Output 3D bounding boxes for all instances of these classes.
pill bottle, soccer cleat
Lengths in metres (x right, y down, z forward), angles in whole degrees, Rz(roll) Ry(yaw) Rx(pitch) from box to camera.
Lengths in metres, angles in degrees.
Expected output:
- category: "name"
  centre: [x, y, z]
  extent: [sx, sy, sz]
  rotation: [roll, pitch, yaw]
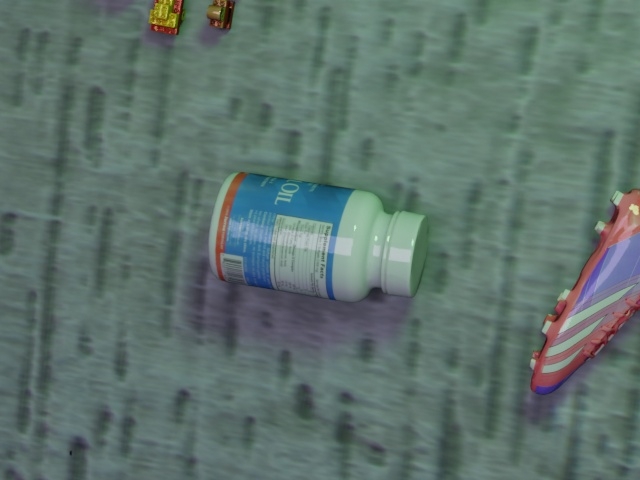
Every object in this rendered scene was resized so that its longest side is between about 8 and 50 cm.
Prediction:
- category: "pill bottle"
  centre: [0.000, 0.000, 1.822]
  extent: [0.221, 0.124, 0.124]
  rotation: [9, 97, 12]
- category: "soccer cleat"
  centre: [0.303, 0.063, 1.777]
  extent: [0.095, 0.083, 0.248]
  rotation: [27, 98, 6]

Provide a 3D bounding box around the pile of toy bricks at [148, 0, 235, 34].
- category: "pile of toy bricks"
  centre: [-0.140, -0.328, 1.836]
  extent: [0.118, 0.105, 0.212]
  rotation: [11, 98, 13]
